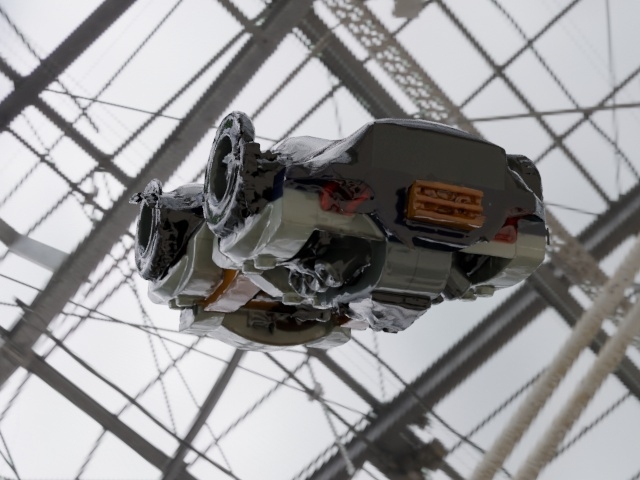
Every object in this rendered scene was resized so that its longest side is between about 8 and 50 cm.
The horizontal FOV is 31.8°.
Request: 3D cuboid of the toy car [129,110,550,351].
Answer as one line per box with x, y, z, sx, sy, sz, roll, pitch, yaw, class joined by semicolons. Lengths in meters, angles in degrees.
0.000;0.002;0.670;0.193;0.301;0.118;9;-101;-23;toy car
